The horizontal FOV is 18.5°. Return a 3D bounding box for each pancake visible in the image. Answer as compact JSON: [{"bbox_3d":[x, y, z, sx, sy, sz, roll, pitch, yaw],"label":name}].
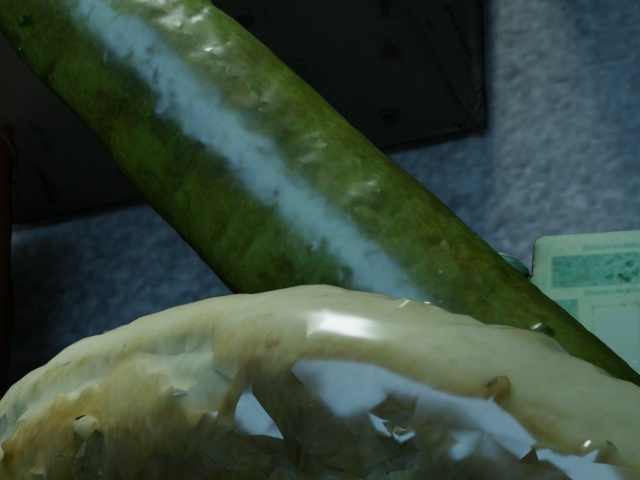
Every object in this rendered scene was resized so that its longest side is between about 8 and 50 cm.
[{"bbox_3d":[0.000,0.193,0.499,0.382,0.071,0.382,-1,88,29],"label":"pancake"}]

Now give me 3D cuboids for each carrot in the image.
[{"bbox_3d":[0.000,0.000,0.582,0.074,0.074,0.358,-44,70,-7],"label":"carrot"}]

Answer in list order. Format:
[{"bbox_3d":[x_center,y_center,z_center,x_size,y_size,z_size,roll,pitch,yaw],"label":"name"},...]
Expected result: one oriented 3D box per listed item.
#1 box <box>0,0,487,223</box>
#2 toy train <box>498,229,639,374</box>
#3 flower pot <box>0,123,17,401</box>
[{"bbox_3d":[-0.064,-0.189,0.798,0.225,0.190,0.297,-10,57,19],"label":"box"},{"bbox_3d":[0.079,0.088,0.617,0.125,0.081,0.194,-5,59,13],"label":"toy train"},{"bbox_3d":[-0.199,0.053,0.719,0.191,0.190,0.173,-13,66,17],"label":"flower pot"}]
